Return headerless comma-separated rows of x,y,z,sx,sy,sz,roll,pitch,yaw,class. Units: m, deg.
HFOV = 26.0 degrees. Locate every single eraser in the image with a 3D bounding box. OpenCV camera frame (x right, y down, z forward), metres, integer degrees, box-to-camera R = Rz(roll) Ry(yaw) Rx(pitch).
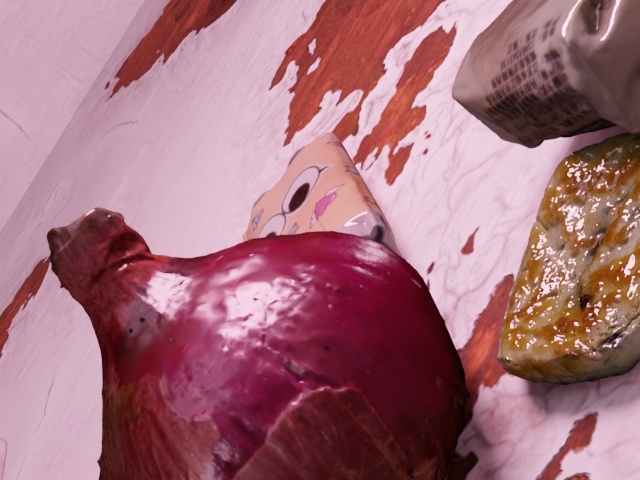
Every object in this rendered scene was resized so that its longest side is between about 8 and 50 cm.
0.000,0.000,1.531,0.171,0.087,0.290,-52,22,13,eraser

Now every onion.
-0.070,0.111,1.150,0.348,0.385,0.348,-46,9,9,onion

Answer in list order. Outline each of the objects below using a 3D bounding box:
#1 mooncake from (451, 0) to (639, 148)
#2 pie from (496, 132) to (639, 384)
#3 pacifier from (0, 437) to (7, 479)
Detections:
0.259,-0.190,1.199,0.250,0.136,0.254,-52,13,-10,mooncake
0.223,0.015,1.114,0.240,0.054,0.240,-43,27,29,pie
-0.458,0.392,1.757,0.220,0.273,0.332,-34,27,8,pacifier
